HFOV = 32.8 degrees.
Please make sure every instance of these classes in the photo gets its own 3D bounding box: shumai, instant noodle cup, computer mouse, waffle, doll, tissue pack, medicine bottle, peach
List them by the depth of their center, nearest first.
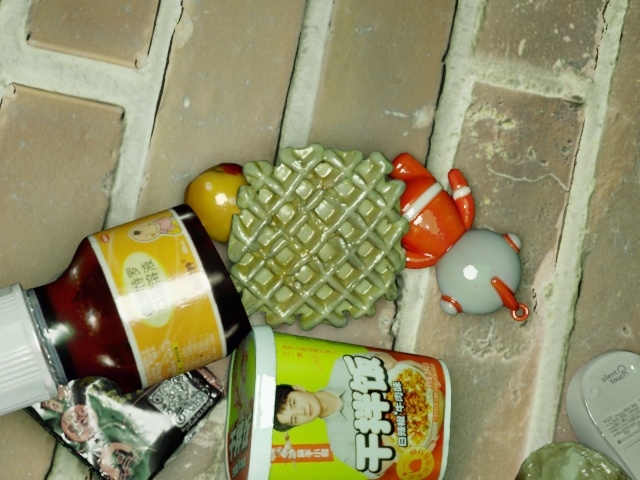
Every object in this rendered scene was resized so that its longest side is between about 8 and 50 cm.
[{"bbox_3d":[-0.315,0.119,1.545,0.395,0.242,0.242,-25,89,-15],"label":"medicine bottle"},{"bbox_3d":[0.025,0.271,1.676,0.307,0.294,0.294,5,85,-14],"label":"instant noodle cup"},{"bbox_3d":[0.383,0.457,1.679,0.272,0.203,0.222,52,122,19],"label":"shumai"},{"bbox_3d":[0.000,0.000,1.694,0.291,0.056,0.309,-1,108,-12],"label":"waffle"},{"bbox_3d":[-0.337,0.213,1.699,0.332,0.123,0.245,43,74,-5],"label":"tissue pack"},{"bbox_3d":[-0.148,-0.058,1.729,0.138,0.138,0.138,0,86,-6],"label":"peach"},{"bbox_3d":[0.520,0.328,1.786,0.184,0.121,0.297,-30,75,-19],"label":"computer mouse"},{"bbox_3d":[0.218,0.008,1.788,0.336,0.105,0.200,43,82,6],"label":"doll"}]
